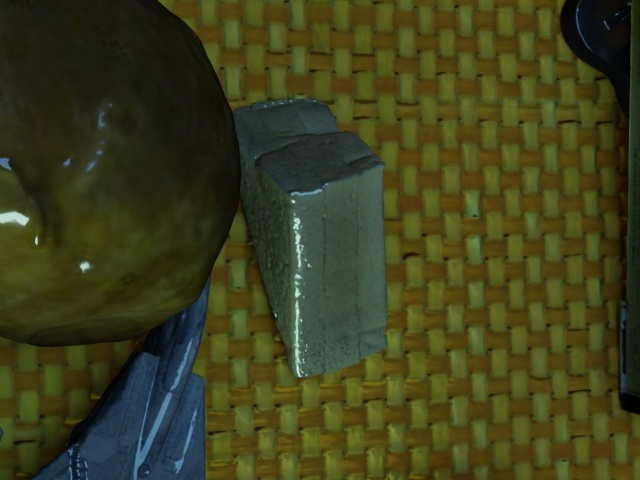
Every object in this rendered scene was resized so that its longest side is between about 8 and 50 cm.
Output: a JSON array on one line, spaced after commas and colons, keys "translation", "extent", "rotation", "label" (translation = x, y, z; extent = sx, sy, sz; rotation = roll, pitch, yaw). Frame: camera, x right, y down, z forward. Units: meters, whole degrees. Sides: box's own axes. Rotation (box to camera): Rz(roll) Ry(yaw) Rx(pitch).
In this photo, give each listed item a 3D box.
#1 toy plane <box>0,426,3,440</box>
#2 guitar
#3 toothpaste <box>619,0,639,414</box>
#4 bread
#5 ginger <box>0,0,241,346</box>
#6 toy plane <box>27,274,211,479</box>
[{"translation": [-0.251, 0.192, 1.090], "extent": [0.092, 0.108, 0.286], "rotation": [21, 91, -22], "label": "toy plane"}, {"translation": [0.255, -0.092, 1.365], "extent": [0.088, 0.025, 0.233], "rotation": [-37, 102, -20], "label": "guitar"}, {"translation": [0.258, -0.034, 1.317], "extent": [0.089, 0.071, 0.313], "rotation": [-1, 93, -19], "label": "toothpaste"}, {"translation": [-0.010, -0.003, 1.245], "extent": [0.077, 0.105, 0.152], "rotation": [-14, 124, -24], "label": "bread"}, {"translation": [-0.146, -0.057, 1.059], "extent": [0.223, 0.269, 0.200], "rotation": [3, 60, -16], "label": "ginger"}, {"translation": [-0.114, 0.120, 1.158], "extent": [0.212, 0.088, 0.267], "rotation": [26, 64, -35], "label": "toy plane"}]
